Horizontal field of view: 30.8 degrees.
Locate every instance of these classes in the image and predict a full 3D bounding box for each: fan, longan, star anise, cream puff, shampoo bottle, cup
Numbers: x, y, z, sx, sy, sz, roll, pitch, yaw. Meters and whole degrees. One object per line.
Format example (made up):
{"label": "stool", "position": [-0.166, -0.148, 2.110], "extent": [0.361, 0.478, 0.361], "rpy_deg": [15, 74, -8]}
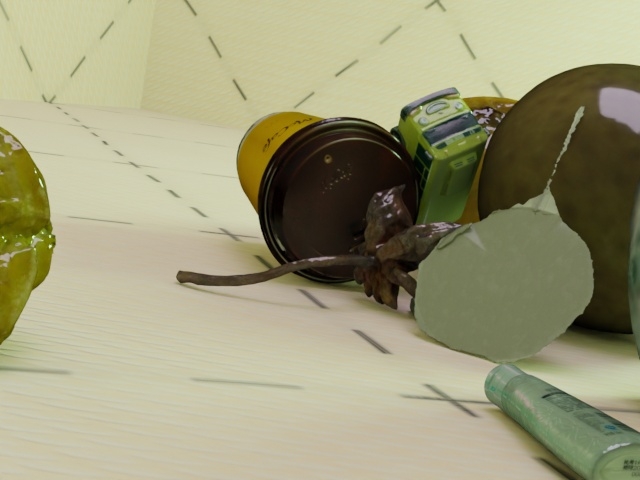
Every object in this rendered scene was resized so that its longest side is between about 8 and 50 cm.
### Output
{"label": "fan", "position": [0.209, -0.015, 1.160], "extent": [0.182, 0.310, 0.010], "rpy_deg": [15, -27, 32]}
{"label": "longan", "position": [0.330, -0.044, 1.323], "extent": [0.319, 0.319, 0.319], "rpy_deg": [9, 8, -1]}
{"label": "star anise", "position": [0.000, 0.000, 1.214], "extent": [0.227, 0.148, 0.218], "rpy_deg": [13, -35, -41]}
{"label": "cream puff", "position": [-0.286, -0.007, 0.812], "extent": [0.194, 0.195, 0.221], "rpy_deg": [16, 14, 38]}
{"label": "shampoo bottle", "position": [0.175, 0.132, 0.839], "extent": [0.069, 0.041, 0.190], "rpy_deg": [1, 11, -19]}
{"label": "cup", "position": [-0.006, -0.070, 1.408], "extent": [0.196, 0.196, 0.279], "rpy_deg": [6, 14, -20]}

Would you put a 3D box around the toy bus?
{"label": "toy bus", "position": [0.137, -0.092, 1.401], "extent": [0.088, 0.175, 0.101], "rpy_deg": [-23, 62, -21]}

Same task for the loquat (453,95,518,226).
{"label": "loquat", "position": [0.223, -0.079, 1.598], "extent": [0.263, 0.263, 0.263], "rpy_deg": [9, 8, -1]}

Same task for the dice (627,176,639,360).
{"label": "dice", "position": [0.471, 0.020, 0.940], "extent": [0.328, 0.330, 0.348], "rpy_deg": [7, 10, -18]}

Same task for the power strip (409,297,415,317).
{"label": "power strip", "position": [0.119, 0.077, 1.225], "extent": [0.040, 0.016, 0.090], "rpy_deg": [9, 9, -5]}
